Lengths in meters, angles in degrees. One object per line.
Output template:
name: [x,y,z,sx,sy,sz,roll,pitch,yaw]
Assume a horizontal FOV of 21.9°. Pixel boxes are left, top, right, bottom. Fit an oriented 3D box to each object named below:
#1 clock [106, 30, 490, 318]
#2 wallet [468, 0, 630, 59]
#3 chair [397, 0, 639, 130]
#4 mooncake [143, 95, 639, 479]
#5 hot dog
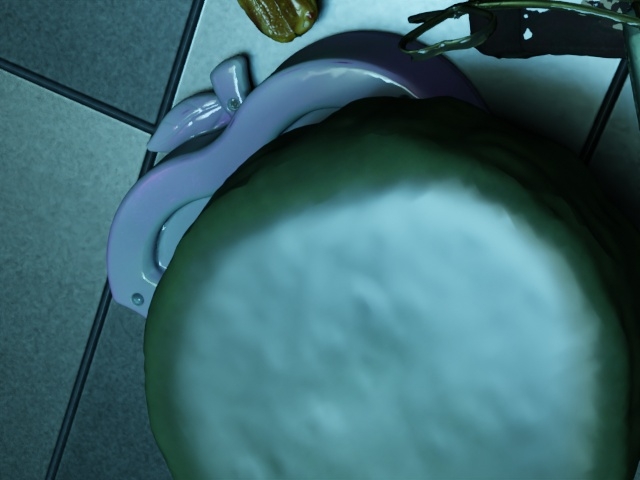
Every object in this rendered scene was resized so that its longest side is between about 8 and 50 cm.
clock: [0.000,0.000,1.314,0.339,0.102,0.338,6,110,16]
wallet: [0.191,-0.242,1.200,0.182,0.049,0.229,2,111,13]
chair: [0.230,-0.107,1.142,0.326,0.160,0.170,-10,110,10]
mooncake: [0.064,0.078,1.161,0.357,0.194,0.356,4,105,15]
hot dog: [-0.053,-0.220,1.289,0.062,0.038,0.144,-31,95,27]
